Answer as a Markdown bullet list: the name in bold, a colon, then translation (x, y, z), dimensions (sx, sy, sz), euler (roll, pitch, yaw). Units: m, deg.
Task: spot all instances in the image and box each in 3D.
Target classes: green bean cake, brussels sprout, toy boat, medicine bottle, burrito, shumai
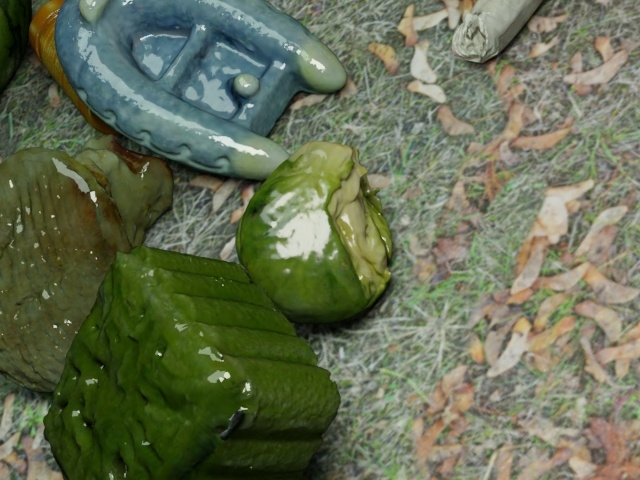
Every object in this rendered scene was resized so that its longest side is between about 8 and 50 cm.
- **green bean cake**: translation (-0.130, 0.161, 1.615), dimensions (0.247, 0.156, 0.249), euler (49, 119, 41)
- **brussels sprout**: translation (-0.013, -0.005, 1.724), dimensions (0.146, 0.131, 0.183), euler (-15, 73, 19)
- **toy boat**: translation (-0.145, -0.201, 1.906), dimensions (0.330, 0.123, 0.215), euler (29, 76, 18)
- **medicine bottle**: translation (-0.271, -0.210, 2.080), dimensions (0.096, 0.096, 0.192), euler (-41, 45, 0)
- **burrito**: translation (0.208, -0.268, 1.839), dimensions (0.064, 0.064, 0.203), euler (25, 73, 42)
- **shumai**: translation (-0.262, 0.024, 1.894), dimensions (0.222, 0.204, 0.271), euler (31, 104, 15)

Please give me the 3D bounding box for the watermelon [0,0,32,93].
- **watermelon**: translation (-0.485, -0.244, 2.184), dimensions (0.331, 0.189, 0.330), euler (-13, 46, 14)
